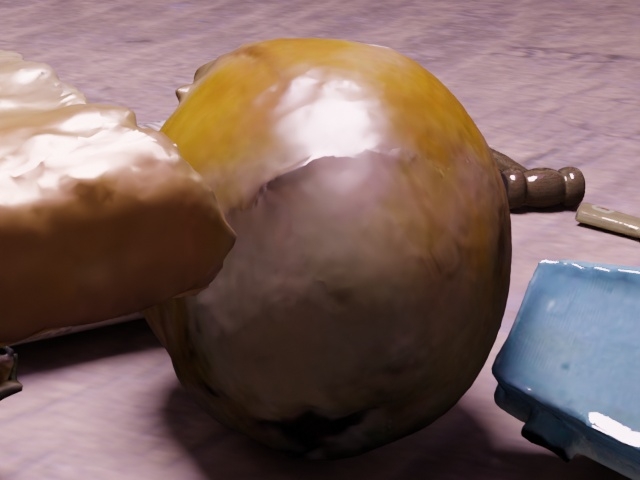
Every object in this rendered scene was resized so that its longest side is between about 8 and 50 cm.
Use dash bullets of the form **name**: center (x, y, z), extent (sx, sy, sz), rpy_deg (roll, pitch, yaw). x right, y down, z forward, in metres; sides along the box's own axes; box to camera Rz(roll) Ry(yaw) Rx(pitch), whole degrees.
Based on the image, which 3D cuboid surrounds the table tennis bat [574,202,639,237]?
- **table tennis bat**: center (0.233, 0.002, 1.104), extent (0.156, 0.013, 0.087), rpy_deg (18, 25, 33)

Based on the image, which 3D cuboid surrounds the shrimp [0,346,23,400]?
- **shrimp**: center (-0.325, 0.089, 0.647), extent (0.445, 0.085, 0.272), rpy_deg (-14, 19, -32)

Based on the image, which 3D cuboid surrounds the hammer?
- **hammer**: center (0.109, -0.073, 1.291), extent (0.058, 0.029, 0.292), rpy_deg (0, 17, -18)

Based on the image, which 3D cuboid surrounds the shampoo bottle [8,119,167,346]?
- **shampoo bottle**: center (-0.164, 0.002, 0.876), extent (0.278, 0.104, 0.104), rpy_deg (-10, 23, -37)

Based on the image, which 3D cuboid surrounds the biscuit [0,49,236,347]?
- **biscuit**: center (-0.309, -0.008, 0.620), extent (0.446, 0.104, 0.429), rpy_deg (-14, 20, -19)

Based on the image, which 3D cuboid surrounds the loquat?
- **loquat**: center (0.000, 0.000, 0.793), extent (0.179, 0.179, 0.227), rpy_deg (-2, 26, -18)

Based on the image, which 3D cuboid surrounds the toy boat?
- **toy boat**: center (0.192, 0.078, 0.746), extent (0.238, 0.109, 0.098), rpy_deg (18, -11, 37)
